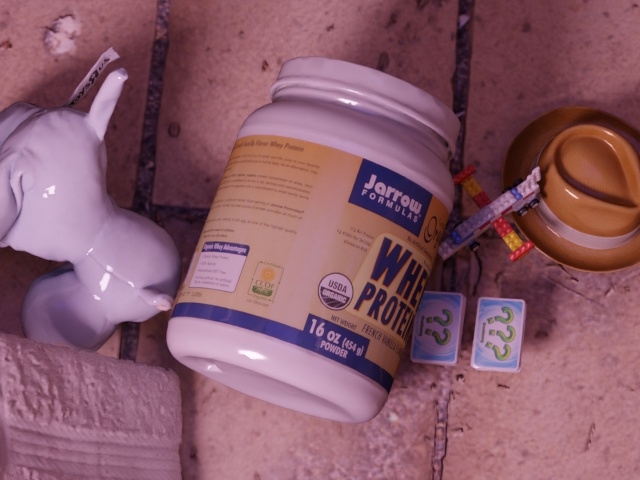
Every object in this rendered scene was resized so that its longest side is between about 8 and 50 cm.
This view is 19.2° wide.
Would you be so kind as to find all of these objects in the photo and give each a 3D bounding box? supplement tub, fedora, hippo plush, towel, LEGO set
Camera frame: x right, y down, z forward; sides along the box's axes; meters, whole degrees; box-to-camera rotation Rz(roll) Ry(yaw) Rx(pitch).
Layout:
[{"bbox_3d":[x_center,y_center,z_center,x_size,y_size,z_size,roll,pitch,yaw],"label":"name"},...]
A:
[{"bbox_3d":[0.000,0.000,1.870,0.228,0.228,0.316,19,78,3],"label":"supplement tub"},{"bbox_3d":[0.288,-0.063,1.992,0.194,0.079,0.194,1,73,-3],"label":"fedora"},{"bbox_3d":[-0.251,-0.017,1.917,0.294,0.234,0.236,-39,109,2],"label":"hippo plush"},{"bbox_3d":[-0.229,0.195,1.812,0.049,0.282,0.187,-16,70,37],"label":"towel"},{"bbox_3d":[0.129,0.006,1.956,0.182,0.060,0.244,5,74,14],"label":"LEGO set"}]
